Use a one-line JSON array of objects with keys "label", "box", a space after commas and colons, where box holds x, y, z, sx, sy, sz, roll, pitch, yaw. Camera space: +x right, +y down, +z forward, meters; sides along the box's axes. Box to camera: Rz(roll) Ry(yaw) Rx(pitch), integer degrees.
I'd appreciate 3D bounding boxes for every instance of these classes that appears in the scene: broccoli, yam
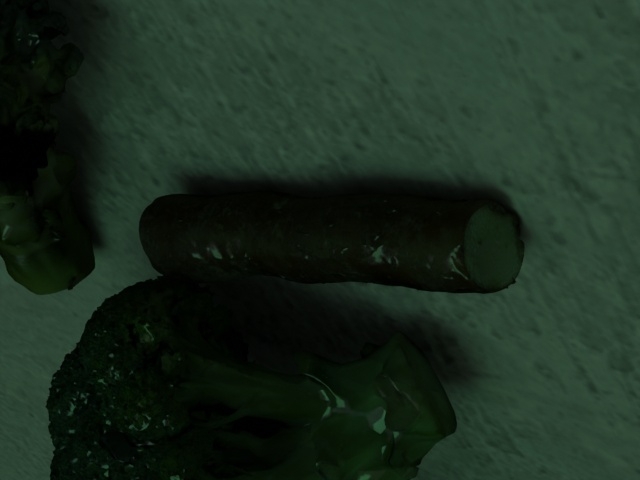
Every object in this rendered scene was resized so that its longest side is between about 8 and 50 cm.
[{"label": "broccoli", "box": [-0.050, 0.137, 1.188, 0.270, 0.270, 0.270, -23, 125, 16]}, {"label": "broccoli", "box": [-0.202, -0.048, 1.167, 0.164, 0.145, 0.304, 12, 155, 14]}, {"label": "yam", "box": [0.000, 0.000, 1.095, 0.252, 0.061, 0.061, 2, 137, 39]}]
